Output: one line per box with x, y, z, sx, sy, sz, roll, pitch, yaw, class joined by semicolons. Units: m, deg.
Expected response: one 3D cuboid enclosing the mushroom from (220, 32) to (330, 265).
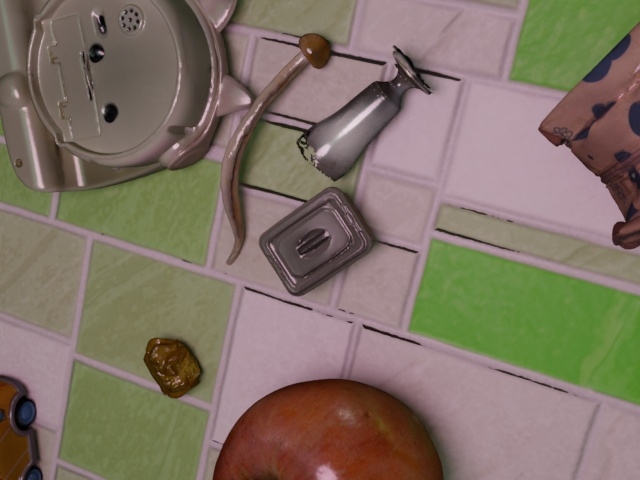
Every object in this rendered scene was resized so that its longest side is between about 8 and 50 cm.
-0.076;-0.108;0.856;0.068;0.043;0.306;26;105;-6;mushroom

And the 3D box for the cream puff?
-0.195;0.164;0.936;0.058;0.083;0.083;-35;69;-24;cream puff

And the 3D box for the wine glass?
0.049;-0.142;0.803;0.155;0.072;0.072;-41;83;18;wine glass

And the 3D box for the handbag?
0.321;-0.105;0.626;0.193;0.251;0.190;-41;76;28;handbag

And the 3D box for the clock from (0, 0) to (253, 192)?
-0.244;-0.207;0.874;0.324;0.109;0.265;-8;94;19;clock

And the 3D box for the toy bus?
-0.492;0.307;1.012;0.126;0.136;0.209;-2;95;19;toy bus

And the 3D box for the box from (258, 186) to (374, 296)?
0.000;0.000;0.841;0.122;0.062;0.089;-34;85;19;box

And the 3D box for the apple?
0.011;0.272;0.799;0.254;0.253;0.253;3;98;19;apple
